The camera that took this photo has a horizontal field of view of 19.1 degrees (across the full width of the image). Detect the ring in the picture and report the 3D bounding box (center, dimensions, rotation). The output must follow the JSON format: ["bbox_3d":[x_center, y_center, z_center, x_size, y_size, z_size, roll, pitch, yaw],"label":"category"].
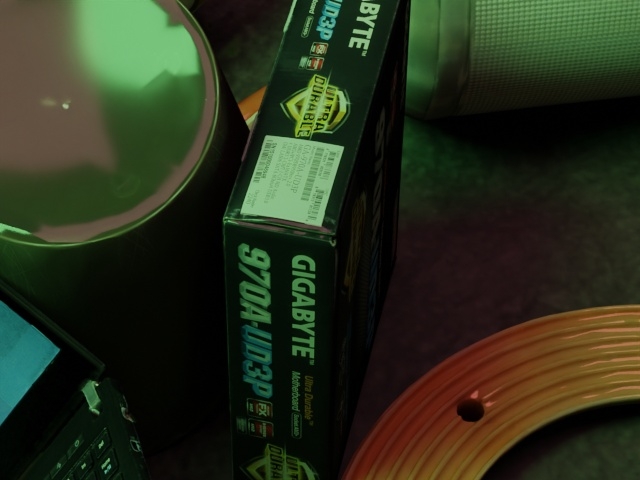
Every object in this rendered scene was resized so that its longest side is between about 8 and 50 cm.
[{"bbox_3d":[0.166,0.170,0.880,0.337,0.032,0.336,1,52,-1],"label":"ring"}]

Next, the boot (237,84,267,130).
[{"bbox_3d":[-0.068,-0.056,1.043,0.158,0.059,0.084,-33,54,-23],"label":"boot"}]

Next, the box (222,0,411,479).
[{"bbox_3d":[0.000,0.000,0.892,0.051,0.220,0.175,10,50,8],"label":"box"}]

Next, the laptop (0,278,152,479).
[{"bbox_3d":[-0.186,0.139,0.746,0.137,0.234,0.264,23,28,-36],"label":"laptop"}]

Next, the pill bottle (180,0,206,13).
[{"bbox_3d":[-0.190,-0.125,1.028,0.162,0.162,0.278,31,56,22],"label":"pill bottle"}]

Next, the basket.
[{"bbox_3d":[-0.100,-0.022,0.866,0.154,0.227,0.204,16,71,6],"label":"basket"}]

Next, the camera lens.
[{"bbox_3d":[0.144,-0.185,1.047,0.274,0.219,0.219,-6,51,-7],"label":"camera lens"}]
